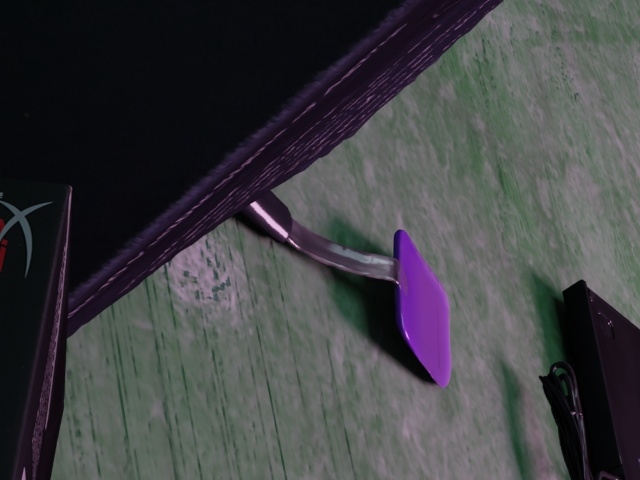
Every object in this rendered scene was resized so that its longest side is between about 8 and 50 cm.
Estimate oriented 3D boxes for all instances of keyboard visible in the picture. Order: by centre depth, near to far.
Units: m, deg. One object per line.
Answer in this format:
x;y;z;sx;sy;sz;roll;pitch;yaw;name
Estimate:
0.205;0.174;1.244;0.201;0.033;0.317;35;39;-48;keyboard

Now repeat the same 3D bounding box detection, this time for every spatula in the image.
0.000;0.000;1.065;0.296;0.030;0.084;34;43;-40;spatula

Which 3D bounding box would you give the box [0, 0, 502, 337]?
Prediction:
-0.014;-0.215;0.741;0.297;0.480;0.472;50;31;-2;box

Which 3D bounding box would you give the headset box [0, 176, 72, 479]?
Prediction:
-0.224;0.078;0.469;0.293;0.110;0.218;6;48;-4;headset box
